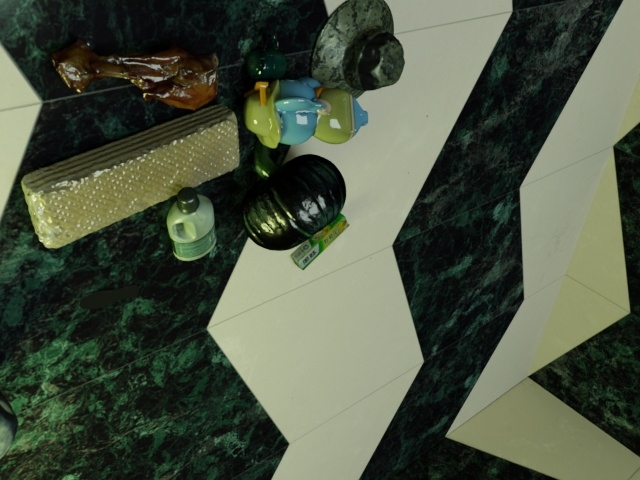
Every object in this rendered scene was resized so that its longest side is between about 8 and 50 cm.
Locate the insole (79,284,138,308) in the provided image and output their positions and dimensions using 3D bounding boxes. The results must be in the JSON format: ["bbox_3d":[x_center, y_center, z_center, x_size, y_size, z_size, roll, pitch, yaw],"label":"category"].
[{"bbox_3d":[-0.442,0.117,1.473,0.135,0.002,0.045,-14,130,-41],"label":"insole"}]

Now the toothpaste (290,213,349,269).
[{"bbox_3d":[0.000,0.000,1.843,0.178,0.037,0.043,-44,144,-14],"label":"toothpaste"}]

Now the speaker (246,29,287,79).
[{"bbox_3d":[-0.103,-0.369,1.406,0.075,0.060,0.095,-11,126,-45],"label":"speaker"}]

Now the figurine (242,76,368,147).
[{"bbox_3d":[-0.039,-0.263,1.467,0.261,0.180,0.154,0,113,-39],"label":"figurine"}]

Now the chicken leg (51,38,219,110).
[{"bbox_3d":[-0.315,-0.295,1.222,0.304,0.093,0.113,-1,102,-39],"label":"chicken leg"}]

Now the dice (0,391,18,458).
[{"bbox_3d":[-0.664,0.316,1.232,0.183,0.181,0.182,-41,143,-14],"label":"dice"}]

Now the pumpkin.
[{"bbox_3d":[-0.078,-0.108,1.544,0.248,0.248,0.248,-29,137,-30],"label":"pumpkin"}]

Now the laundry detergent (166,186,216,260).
[{"bbox_3d":[-0.262,-0.038,1.427,0.099,0.070,0.226,-23,159,-16],"label":"laundry detergent"}]

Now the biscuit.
[{"bbox_3d":[-0.340,-0.126,1.324,0.425,0.078,0.144,-27,138,-31],"label":"biscuit"}]

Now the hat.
[{"bbox_3d":[0.113,-0.405,1.569,0.265,0.128,0.266,-32,139,-33],"label":"hat"}]
